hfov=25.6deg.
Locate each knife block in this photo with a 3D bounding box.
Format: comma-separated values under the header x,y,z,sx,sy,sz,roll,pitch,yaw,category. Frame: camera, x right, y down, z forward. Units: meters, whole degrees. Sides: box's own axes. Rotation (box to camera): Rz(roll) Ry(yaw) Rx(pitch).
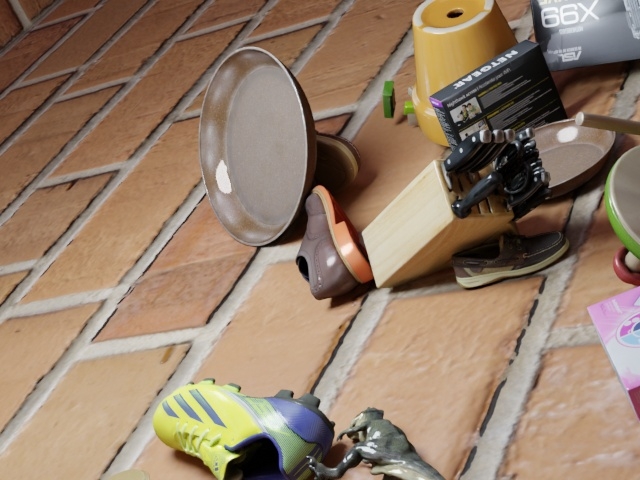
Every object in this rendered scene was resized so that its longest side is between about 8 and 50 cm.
x,y,z,sx,sy,sz,roll,pitch,yaw,category
0.160,-0.047,1.784,0.276,0.242,0.088,-20,68,13,knife block

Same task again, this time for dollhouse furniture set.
x,y,z,sx,sy,sz,roll,pitch,yaw,category
0.180,-0.229,2.336,0.152,0.058,0.076,2,55,10,dollhouse furniture set

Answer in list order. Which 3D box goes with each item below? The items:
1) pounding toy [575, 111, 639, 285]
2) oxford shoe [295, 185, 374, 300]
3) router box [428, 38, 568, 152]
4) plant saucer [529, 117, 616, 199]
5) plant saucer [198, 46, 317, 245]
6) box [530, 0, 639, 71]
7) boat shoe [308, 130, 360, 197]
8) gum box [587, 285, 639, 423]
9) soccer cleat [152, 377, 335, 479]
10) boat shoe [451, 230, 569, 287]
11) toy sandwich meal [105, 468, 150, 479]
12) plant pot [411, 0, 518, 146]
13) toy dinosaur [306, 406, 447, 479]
x,y,z,sx,sy,sz,roll,pitch,yaw,category
0.394,-0.033,1.657,0.183,0.110,0.236,-4,57,-20,pounding toy
0.000,0.000,2.018,0.098,0.097,0.271,-34,22,5,oxford shoe
0.266,-0.197,2.092,0.179,0.133,0.046,-31,25,-11,router box
0.323,-0.107,1.975,0.199,0.036,0.198,-22,24,11,plant saucer
-0.093,-0.147,2.207,0.050,0.310,0.311,-4,9,-35,plant saucer
0.468,-0.392,2.121,0.307,0.242,0.076,-4,6,32,box
-0.042,-0.147,2.320,0.123,0.123,0.342,-44,23,-30,boat shoe
0.357,0.112,1.477,0.107,0.062,0.188,-23,25,7,gum box
-0.112,0.235,1.665,0.289,0.093,0.121,-3,40,42,soccer cleat
0.240,0.017,1.796,0.152,0.049,0.056,-21,26,13,boat shoe
-0.242,0.312,1.716,0.086,0.029,0.085,-20,21,8,toy sandwich meal
0.227,-0.279,2.178,0.205,0.188,0.205,-14,38,11,plant pot
0.063,0.248,1.509,0.118,0.064,0.268,-27,27,-16,toy dinosaur
